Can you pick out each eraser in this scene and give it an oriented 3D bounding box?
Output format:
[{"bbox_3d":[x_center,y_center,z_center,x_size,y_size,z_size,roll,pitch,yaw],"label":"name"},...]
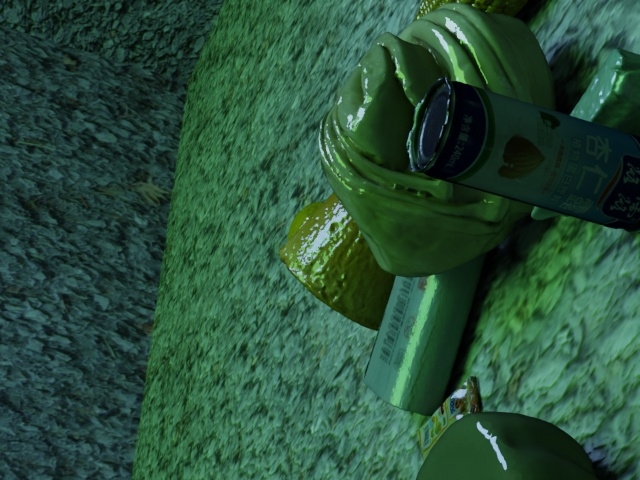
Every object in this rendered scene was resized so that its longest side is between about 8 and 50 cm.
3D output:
[{"bbox_3d":[0.130,0.088,1.696,0.174,0.081,0.226,-142,67,-78],"label":"eraser"}]

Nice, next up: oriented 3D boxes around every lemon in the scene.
[{"bbox_3d":[0.000,0.000,2.190,0.133,0.109,0.109,-67,16,4],"label":"lemon"}]

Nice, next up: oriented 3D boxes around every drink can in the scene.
[{"bbox_3d":[0.207,-0.079,1.288,0.097,0.235,0.097,-165,90,-75],"label":"drink can"}]

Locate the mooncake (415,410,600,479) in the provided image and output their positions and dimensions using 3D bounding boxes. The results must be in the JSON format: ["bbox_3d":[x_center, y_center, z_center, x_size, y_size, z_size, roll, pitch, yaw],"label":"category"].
[{"bbox_3d":[0.173,0.295,1.243,0.275,0.135,0.274,-167,90,-73],"label":"mooncake"}]

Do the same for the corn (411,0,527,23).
[{"bbox_3d":[0.202,-0.316,1.782,0.322,0.119,0.119,128,153,-65],"label":"corn"}]

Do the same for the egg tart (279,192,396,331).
[{"bbox_3d":[0.063,0.015,1.845,0.147,0.203,0.202,-56,19,11],"label":"egg tart"}]

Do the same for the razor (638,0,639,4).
[{"bbox_3d":[0.325,-0.301,1.438,0.324,0.056,0.093,-101,29,-60],"label":"razor"}]

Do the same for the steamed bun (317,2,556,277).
[{"bbox_3d":[0.137,-0.128,1.538,0.276,0.289,0.203,62,-174,20],"label":"steamed bun"}]

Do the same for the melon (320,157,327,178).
[{"bbox_3d":[0.049,-0.126,2.157,0.130,0.098,0.098,-129,56,-78],"label":"melon"}]

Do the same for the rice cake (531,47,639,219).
[{"bbox_3d":[0.282,-0.105,1.377,0.063,0.069,0.206,-93,21,-44],"label":"rice cake"}]

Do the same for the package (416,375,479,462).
[{"bbox_3d":[0.151,0.231,1.576,0.120,0.031,0.108,-56,24,36],"label":"package"}]
